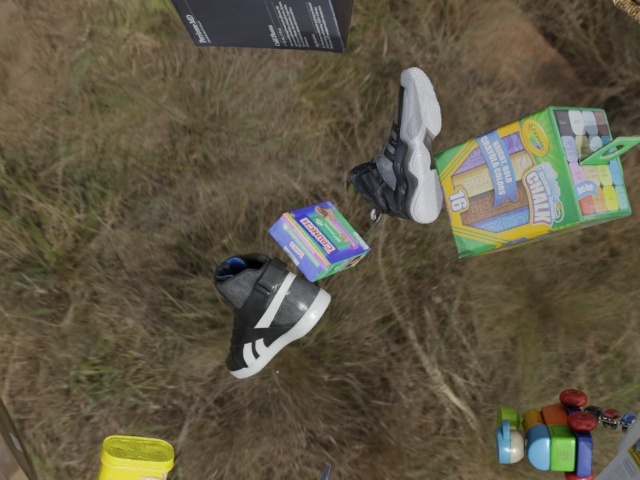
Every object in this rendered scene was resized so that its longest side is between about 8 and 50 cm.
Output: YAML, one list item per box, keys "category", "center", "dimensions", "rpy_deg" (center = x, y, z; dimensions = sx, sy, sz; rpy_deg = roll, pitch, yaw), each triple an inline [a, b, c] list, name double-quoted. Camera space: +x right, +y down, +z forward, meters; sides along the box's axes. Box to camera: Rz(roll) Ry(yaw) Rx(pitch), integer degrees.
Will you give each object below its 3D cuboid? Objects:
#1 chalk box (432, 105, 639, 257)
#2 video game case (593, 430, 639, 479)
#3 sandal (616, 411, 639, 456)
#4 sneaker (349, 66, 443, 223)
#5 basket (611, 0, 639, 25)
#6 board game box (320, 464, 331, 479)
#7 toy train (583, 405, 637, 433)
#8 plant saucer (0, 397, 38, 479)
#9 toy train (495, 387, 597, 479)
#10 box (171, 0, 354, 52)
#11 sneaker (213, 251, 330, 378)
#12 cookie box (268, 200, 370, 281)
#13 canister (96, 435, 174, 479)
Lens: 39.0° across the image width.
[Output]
- category: "chalk box"
  center: [0.260, -0.071, 1.025]
  dimensions: [0.132, 0.213, 0.132]
  rpy_deg: [-6, 81, -46]
- category: "video game case"
  center: [0.322, 0.225, 0.781]
  dimensions: [0.026, 0.227, 0.206]
  rpy_deg: [36, 103, -9]
- category: "sandal"
  center: [0.472, 0.208, 1.070]
  dimensions: [0.169, 0.416, 0.102]
  rpy_deg: [4, 47, 4]
- category: "sneaker"
  center: [0.125, -0.160, 1.575]
  dimensions: [0.153, 0.101, 0.269]
  rpy_deg: [-4, 90, 36]
- category: "basket"
  center: [0.570, -0.295, 1.300]
  dimensions: [0.299, 0.223, 0.214]
  rpy_deg: [13, 66, -40]
- category: "board game box"
  center: [0.002, 0.406, 1.343]
  dimensions: [0.033, 0.169, 0.133]
  rpy_deg: [21, 70, 2]
- category: "toy train"
  center: [0.528, 0.321, 1.631]
  dimensions: [0.027, 0.158, 0.036]
  rpy_deg: [-16, 94, -20]
- category: "plant saucer"
  center: [-0.467, 0.256, 1.273]
  dimensions: [0.041, 0.278, 0.278]
  rpy_deg: [-27, 84, -17]
- category: "toy train"
  center: [0.339, 0.281, 1.407]
  dimensions: [0.143, 0.248, 0.105]
  rpy_deg: [1, 103, 7]
- category: "box"
  center: [-0.118, -0.514, 1.639]
  dimensions: [0.312, 0.343, 0.179]
  rpy_deg: [5, 68, 13]
- category: "sneaker"
  center: [-0.086, 0.079, 1.072]
  dimensions: [0.121, 0.217, 0.079]
  rpy_deg: [39, 49, -7]
- category: "cookie box"
  center: [0.000, 0.000, 1.178]
  dimensions: [0.092, 0.107, 0.040]
  rpy_deg: [50, 124, 15]
- category: "canister"
  center: [-0.338, 0.439, 1.600]
  dimensions: [0.126, 0.073, 0.170]
  rpy_deg: [10, 109, -20]
